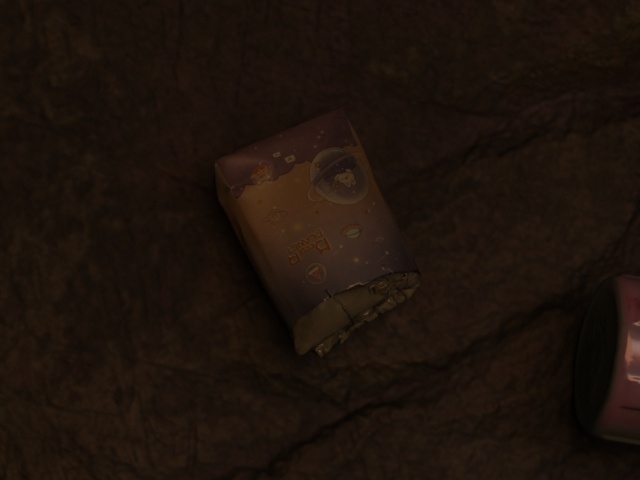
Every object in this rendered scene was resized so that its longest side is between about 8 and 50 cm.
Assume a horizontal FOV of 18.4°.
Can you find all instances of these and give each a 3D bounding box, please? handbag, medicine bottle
[{"bbox_3d":[0.000,0.000,1.484,0.117,0.095,0.173,-23,72,-9],"label":"handbag"},{"bbox_3d":[0.286,0.097,1.479,0.168,0.135,0.135,10,74,-8],"label":"medicine bottle"}]
